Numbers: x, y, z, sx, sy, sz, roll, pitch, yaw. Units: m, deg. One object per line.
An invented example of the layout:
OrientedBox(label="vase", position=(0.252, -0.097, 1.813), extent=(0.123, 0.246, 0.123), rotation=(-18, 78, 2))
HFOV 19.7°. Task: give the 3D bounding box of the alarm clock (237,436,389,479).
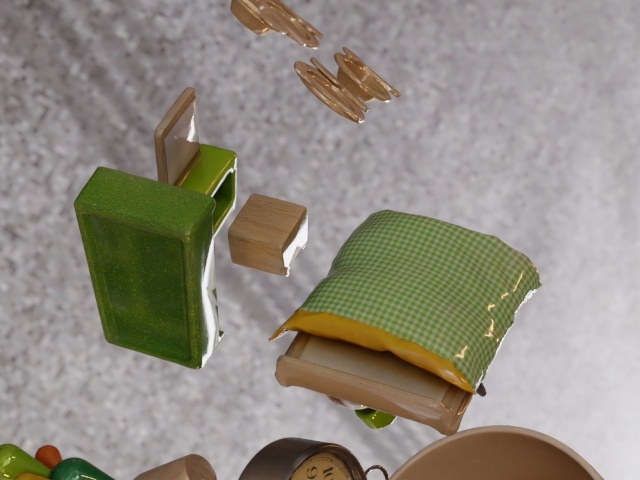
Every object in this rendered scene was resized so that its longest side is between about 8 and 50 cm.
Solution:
OrientedBox(label="alarm clock", position=(-0.007, 0.220, 1.479), extent=(0.192, 0.064, 0.129), rotation=(-13, 103, -47))

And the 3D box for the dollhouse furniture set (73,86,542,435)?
OrientedBox(label="dollhouse furniture set", position=(0.000, 0.000, 1.385), extent=(0.151, 0.301, 0.197), rotation=(87, 25, -43))

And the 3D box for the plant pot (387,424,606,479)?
OrientedBox(label="plant pot", position=(0.199, 0.312, 1.552), extent=(0.274, 0.256, 0.256), rotation=(30, 88, -51))

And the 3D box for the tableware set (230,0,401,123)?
OrientedBox(label="tableware set", position=(-0.007, -0.141, 1.355), extent=(0.020, 0.141, 0.168), rotation=(-49, 174, 16))

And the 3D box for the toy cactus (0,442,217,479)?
OrientedBox(label="toy cactus", position=(-0.156, 0.218, 1.397), extent=(0.180, 0.219, 0.112), rotation=(-36, -173, 31))

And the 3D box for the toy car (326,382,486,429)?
OrientedBox(label="toy car", position=(0.099, 0.133, 2.070), extent=(0.149, 0.188, 0.155), rotation=(-55, 128, -20))
